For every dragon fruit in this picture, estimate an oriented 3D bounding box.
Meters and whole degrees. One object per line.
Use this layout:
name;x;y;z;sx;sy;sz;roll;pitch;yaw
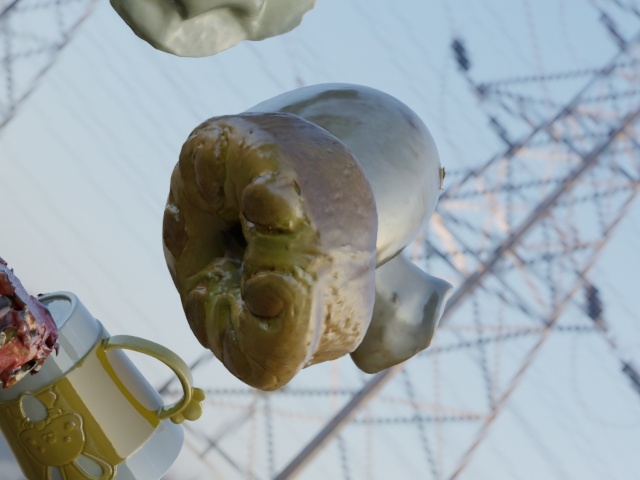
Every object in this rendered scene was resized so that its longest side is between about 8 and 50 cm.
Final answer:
dragon fruit;-0.345;0.087;1.862;0.133;0.208;0.150;42;-50;25

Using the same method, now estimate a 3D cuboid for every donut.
donut;-0.042;0.003;1.512;0.226;0.114;0.226;30;-54;52

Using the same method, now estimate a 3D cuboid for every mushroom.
mushroom;0.000;0.000;1.845;0.290;0.297;0.297;61;-16;-11

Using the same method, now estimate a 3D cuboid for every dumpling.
dumpling;-0.103;-0.224;1.380;0.229;0.151;0.124;47;16;-28

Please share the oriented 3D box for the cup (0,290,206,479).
cup;-0.257;0.176;2.115;0.226;0.241;0.185;59;18;-22
